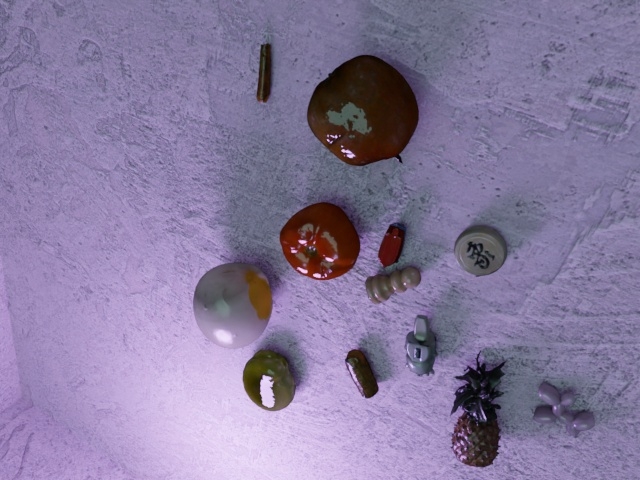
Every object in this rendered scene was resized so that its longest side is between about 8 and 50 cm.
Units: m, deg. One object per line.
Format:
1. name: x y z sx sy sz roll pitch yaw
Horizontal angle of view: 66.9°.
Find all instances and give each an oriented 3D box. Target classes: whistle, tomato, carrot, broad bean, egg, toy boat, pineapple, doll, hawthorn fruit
1. whistle: 0.323 0.342 1.557 0.110 0.092 0.245 9 118 26
2. tomato: 0.003 0.004 1.517 0.259 0.180 0.260 14 121 24
3. carrot: 0.145 0.471 1.723 0.082 0.082 0.173 -12 109 32
4. carrot: -0.169 -0.504 1.459 0.042 0.042 0.171 16 117 21
5. broad bean: -0.205 0.561 1.930 0.237 0.119 0.291 30 124 13
6. egg: -0.314 0.241 1.741 0.282 0.283 0.345 18 126 20
7. toy boat: 0.219 0.018 1.482 0.069 0.059 0.173 25 129 17
8. pineapple: 0.494 0.528 1.533 0.165 0.165 0.365 5 107 26
9. doll: 0.725 0.513 1.440 0.159 0.059 0.161 9 116 26
10. hawthorn fruit: 0.126 -0.317 1.253 0.301 0.268 0.267 43 126 -8

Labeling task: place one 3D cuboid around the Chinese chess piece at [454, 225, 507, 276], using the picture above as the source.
1. Chinese chess piece: 0.449 0.029 1.361 0.143 0.058 0.144 12 118 23

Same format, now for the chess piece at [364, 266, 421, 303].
1. chess piece: 0.234 0.135 1.512 0.170 0.094 0.094 -21 102 29
